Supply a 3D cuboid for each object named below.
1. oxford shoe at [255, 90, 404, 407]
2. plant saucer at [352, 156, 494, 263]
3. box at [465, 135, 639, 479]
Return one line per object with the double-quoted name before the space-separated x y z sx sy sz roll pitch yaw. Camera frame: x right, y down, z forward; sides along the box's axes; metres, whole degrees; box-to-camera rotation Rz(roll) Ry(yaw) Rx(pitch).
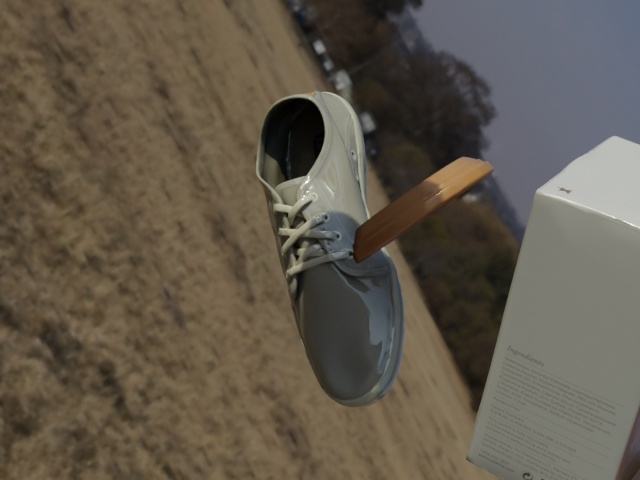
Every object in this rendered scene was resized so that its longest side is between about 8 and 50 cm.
"oxford shoe" 0.000 0.000 1.556 0.130 0.169 0.449 19 56 -53
"plant saucer" 0.116 -0.042 1.422 0.037 0.200 0.200 55 4 3
"box" 0.310 0.093 1.291 0.215 0.168 0.345 -31 138 -50
